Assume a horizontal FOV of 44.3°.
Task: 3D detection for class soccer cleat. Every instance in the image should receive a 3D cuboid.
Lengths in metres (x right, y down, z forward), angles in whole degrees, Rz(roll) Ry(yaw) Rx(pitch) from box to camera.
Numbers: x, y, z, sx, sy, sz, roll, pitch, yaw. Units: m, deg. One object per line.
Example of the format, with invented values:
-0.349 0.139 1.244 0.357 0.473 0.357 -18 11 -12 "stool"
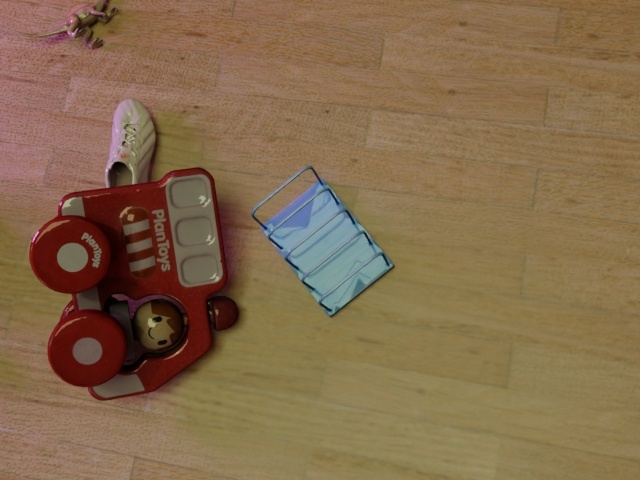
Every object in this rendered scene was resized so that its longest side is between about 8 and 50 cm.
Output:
-0.291 -0.129 1.193 0.068 0.076 0.196 -5 77 10 "soccer cleat"

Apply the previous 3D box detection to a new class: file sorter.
0.000 0.000 1.095 0.118 0.104 0.170 -39 74 1 "file sorter"

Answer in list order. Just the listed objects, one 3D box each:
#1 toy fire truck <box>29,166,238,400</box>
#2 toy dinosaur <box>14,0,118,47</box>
-0.248 0.063 1.090 0.254 0.169 0.301 -10 98 -11 "toy fire truck"
-0.396 -0.355 1.286 0.183 0.053 0.092 -35 59 -6 "toy dinosaur"
